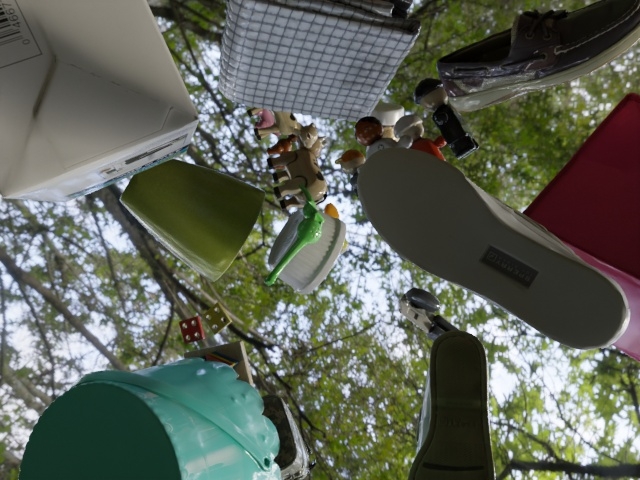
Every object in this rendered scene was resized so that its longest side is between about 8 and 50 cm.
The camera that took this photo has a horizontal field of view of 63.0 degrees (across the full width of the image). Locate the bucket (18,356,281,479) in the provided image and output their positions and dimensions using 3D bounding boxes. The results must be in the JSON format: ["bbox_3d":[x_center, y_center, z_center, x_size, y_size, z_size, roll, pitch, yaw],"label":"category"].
[{"bbox_3d":[-0.210,0.284,0.647,0.281,0.183,0.281,-3,-99,22],"label":"bucket"}]

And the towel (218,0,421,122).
[{"bbox_3d":[-0.013,-0.319,0.832,0.284,0.235,0.121,4,-115,-15],"label":"towel"}]

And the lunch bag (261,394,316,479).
[{"bbox_3d":[-0.181,0.570,1.361,0.305,0.256,0.212,-21,-127,-7],"label":"lunch bag"}]

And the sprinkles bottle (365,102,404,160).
[{"bbox_3d":[0.212,-0.281,1.782,0.121,0.355,0.121,0,-154,0],"label":"sprinkles bottle"}]

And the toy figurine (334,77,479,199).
[{"bbox_3d":[0.143,-0.162,0.919,0.210,0.213,0.148,-28,-97,-11],"label":"toy figurine"}]

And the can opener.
[{"bbox_3d":[0.335,0.232,1.420,0.283,0.095,0.076,36,-132,-8],"label":"can opener"}]

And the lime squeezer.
[{"bbox_3d":[-0.035,-0.035,1.154,0.110,0.059,0.310,-38,-153,42],"label":"lime squeezer"}]

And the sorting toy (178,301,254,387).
[{"bbox_3d":[-0.199,0.258,0.980,0.132,0.274,0.046,-15,175,21],"label":"sorting toy"}]

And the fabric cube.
[{"bbox_3d":[0.474,0.000,0.730,0.259,0.258,0.254,-46,-132,-7],"label":"fabric cube"}]

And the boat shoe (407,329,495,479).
[{"bbox_3d":[0.189,0.284,0.731,0.113,0.103,0.302,8,-107,19],"label":"boat shoe"}]

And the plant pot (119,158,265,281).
[{"bbox_3d":[-0.335,-0.083,1.314,0.274,0.294,0.274,-49,-159,26],"label":"plant pot"}]

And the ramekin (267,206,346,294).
[{"bbox_3d":[-0.040,0.017,1.267,0.207,0.109,0.207,-52,-162,24],"label":"ramekin"}]

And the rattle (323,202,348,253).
[{"bbox_3d":[0.000,0.000,1.583,0.130,0.199,0.142,-24,-103,-18],"label":"rattle"}]

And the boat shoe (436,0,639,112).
[{"bbox_3d":[0.287,-0.264,0.713,0.285,0.092,0.102,-12,-138,46],"label":"boat shoe"}]

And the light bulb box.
[{"bbox_3d":[-0.342,-0.252,0.690,0.225,0.357,0.361,-25,-170,-14],"label":"light bulb box"}]

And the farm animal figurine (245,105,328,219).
[{"bbox_3d":[-0.059,-0.228,1.381,0.172,0.330,0.326,-17,-103,2],"label":"farm animal figurine"}]

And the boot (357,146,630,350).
[{"bbox_3d":[0.153,0.006,0.498,0.258,0.123,0.095,38,-79,12],"label":"boot"}]
